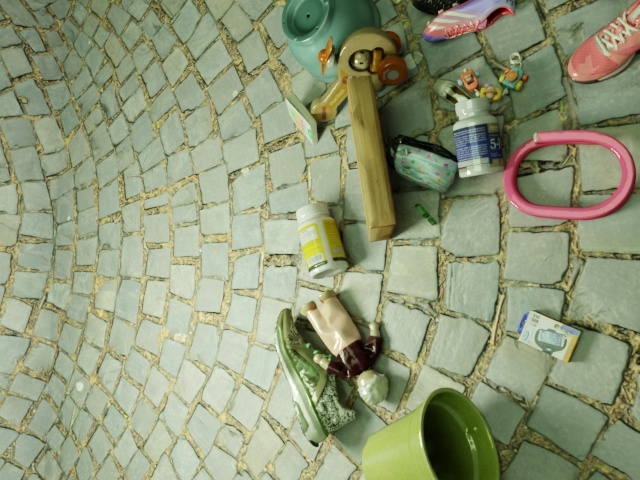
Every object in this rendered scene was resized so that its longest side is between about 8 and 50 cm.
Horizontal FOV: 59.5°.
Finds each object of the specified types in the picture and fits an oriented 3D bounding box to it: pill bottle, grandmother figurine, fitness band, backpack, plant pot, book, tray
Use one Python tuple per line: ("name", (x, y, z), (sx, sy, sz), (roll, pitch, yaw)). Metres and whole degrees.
("pill bottle", (0.392, -0.257, 1.405), (0.112, 0.112, 0.186), (-7, 94, 34))
("grandmother figurine", (0.085, 0.305, 1.592), (0.208, 0.104, 0.342), (-36, 67, 11))
("fitness band", (0.578, -0.153, 1.319), (0.291, 0.054, 0.208), (6, 89, 37))
("backpack", (0.277, -0.203, 1.495), (0.182, 0.152, 0.115), (26, 107, 23))
("plant pot", (0.249, 0.532, 1.374), (0.254, 0.276, 0.276), (-36, 65, 40))
("book", (-0.056, -0.382, 1.771), (0.035, 0.096, 0.144), (-30, 61, -14))
("plant pot", (0.007, -0.646, 1.687), (0.293, 0.196, 0.292), (-4, 83, 35))
("tray", (0.139, -0.217, 1.542), (0.076, 0.203, 0.410), (-9, 79, 2))
("pill bottle", (0.000, 0.000, 1.668), (0.119, 0.119, 0.208), (-26, 71, 30))

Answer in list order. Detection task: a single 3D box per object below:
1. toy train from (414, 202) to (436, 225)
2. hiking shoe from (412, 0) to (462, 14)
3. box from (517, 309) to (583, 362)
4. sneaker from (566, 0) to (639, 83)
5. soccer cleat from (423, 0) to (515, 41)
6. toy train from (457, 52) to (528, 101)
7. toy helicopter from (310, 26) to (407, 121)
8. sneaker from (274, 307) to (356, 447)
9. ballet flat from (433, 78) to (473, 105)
("toy train", (0.286, -0.072, 1.533), (0.017, 0.024, 0.083), (-49, 61, 21))
("hiking shoe", (0.360, -0.699, 1.527), (0.227, 0.086, 0.114), (-9, 66, 29))
("box", (0.535, 0.222, 1.325), (0.136, 0.028, 0.081), (23, 99, 33))
("sneaker", (0.682, -0.474, 1.230), (0.314, 0.136, 0.115), (-33, 66, 28))
("soccer cleat", (0.390, -0.584, 1.485), (0.248, 0.083, 0.095), (-22, 77, 29))
("toy train", (0.439, -0.417, 1.430), (0.166, 0.046, 0.125), (-21, 75, 20))
("toy helicopter", (0.067, -0.471, 1.620), (0.355, 0.235, 0.140), (-42, 44, 45))
("sneaker", (-0.011, 0.381, 1.656), (0.182, 0.158, 0.410), (-20, 69, -1))
("ballet flat", (0.362, -0.391, 1.497), (0.168, 0.052, 0.057), (44, 108, 31))
